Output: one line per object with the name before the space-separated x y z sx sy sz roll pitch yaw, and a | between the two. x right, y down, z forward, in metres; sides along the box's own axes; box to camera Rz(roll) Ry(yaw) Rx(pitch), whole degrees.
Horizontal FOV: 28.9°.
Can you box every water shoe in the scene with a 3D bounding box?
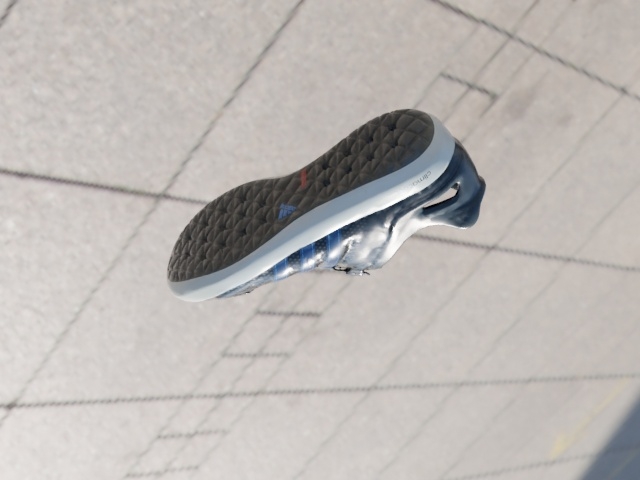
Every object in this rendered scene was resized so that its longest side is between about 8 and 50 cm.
water shoe | 0.000 0.000 0.722 0.203 0.073 0.080 -25 129 30
